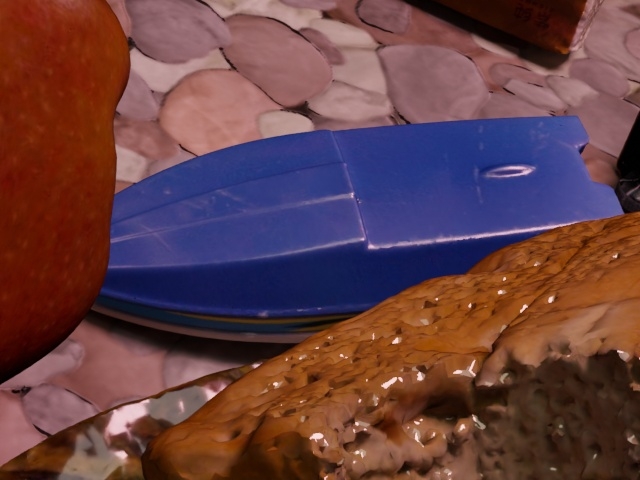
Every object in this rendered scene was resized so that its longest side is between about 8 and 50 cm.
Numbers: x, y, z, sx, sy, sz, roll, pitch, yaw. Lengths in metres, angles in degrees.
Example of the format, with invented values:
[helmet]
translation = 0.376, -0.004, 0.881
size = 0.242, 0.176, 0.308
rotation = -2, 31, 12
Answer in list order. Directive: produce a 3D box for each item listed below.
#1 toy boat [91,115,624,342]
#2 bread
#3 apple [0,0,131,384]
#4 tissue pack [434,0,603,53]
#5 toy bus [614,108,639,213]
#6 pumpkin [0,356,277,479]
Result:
[toy boat]
translation = 0.000, 0.000, 0.953
size = 0.295, 0.088, 0.129
rotation = -5, 44, -12
[bread]
translation = 0.102, 0.063, 0.733
size = 0.185, 0.109, 0.380
rotation = -7, 8, 33
[apple]
translation = -0.240, -0.036, 0.740
size = 0.316, 0.288, 0.288
rotation = -7, 44, -48
[tissue pack]
translation = 0.107, -0.231, 1.254
size = 0.226, 0.092, 0.183
rotation = 27, 40, 9
[toy bus]
translation = 0.249, -0.012, 1.059
size = 0.088, 0.083, 0.194
rotation = -1, 42, -25
[pumpkin]
translation = -0.035, 0.146, 0.742
size = 0.278, 0.111, 0.163
rotation = -14, 54, -35
